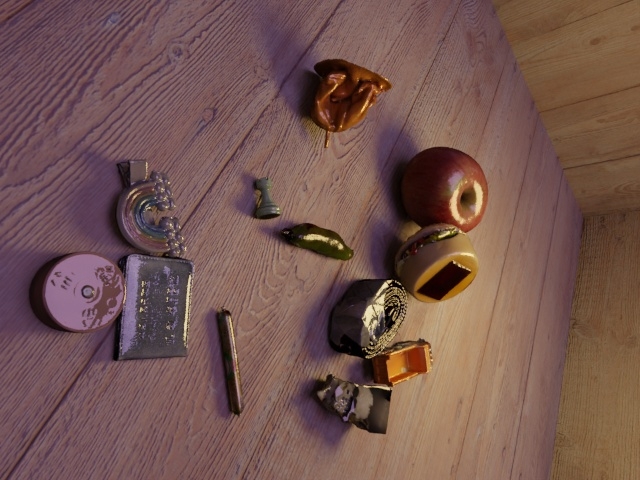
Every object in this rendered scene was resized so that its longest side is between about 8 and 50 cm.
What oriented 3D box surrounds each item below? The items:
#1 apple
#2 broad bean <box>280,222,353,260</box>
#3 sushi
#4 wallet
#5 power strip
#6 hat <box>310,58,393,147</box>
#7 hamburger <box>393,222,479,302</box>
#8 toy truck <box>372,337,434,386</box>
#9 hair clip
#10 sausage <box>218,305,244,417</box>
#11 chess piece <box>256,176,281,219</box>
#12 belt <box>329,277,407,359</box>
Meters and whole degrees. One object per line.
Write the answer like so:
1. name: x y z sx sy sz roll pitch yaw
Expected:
1. apple: 0.443 -0.180 1.810 0.344 0.269 0.345 -13 112 -34
2. broad bean: 0.000 0.000 1.428 0.338 0.061 0.077 17 79 -44
3. sushi: 0.071 0.467 1.421 0.272 0.109 0.134 22 72 -28
4. wallet: -0.350 0.139 1.042 0.167 0.036 0.222 11 76 -46
5. power strip: -0.446 0.099 0.912 0.154 0.078 0.154 11 75 -47
6. hat: 0.060 -0.383 1.470 0.244 0.233 0.233 19 90 -3
7. hamburger: 0.403 0.078 1.706 0.302 0.302 0.170 31 25 -41
8. toy truck: 0.266 0.394 1.606 0.270 0.135 0.114 -3 86 -48
9. hair clip: -0.367 -0.064 1.033 0.140 0.054 0.220 -15 92 -49
10. sausage: -0.212 0.290 1.173 0.032 0.032 0.269 -8 90 -48
11. chess piece: -0.142 -0.111 1.293 0.067 0.067 0.103 2 74 -47
12. belt: 0.159 0.233 1.494 0.289 0.164 0.184 -44 121 -39
